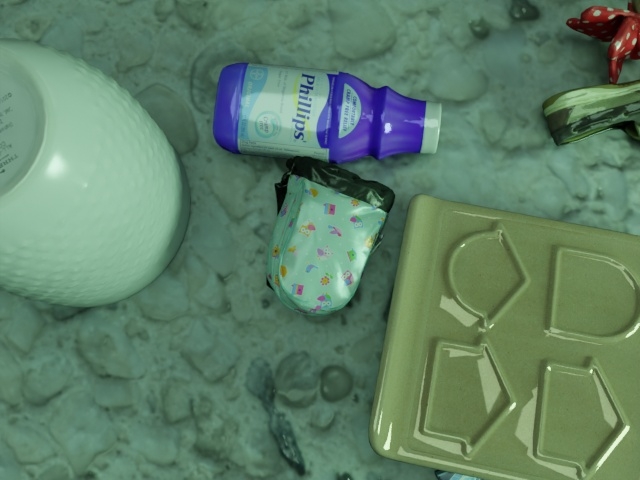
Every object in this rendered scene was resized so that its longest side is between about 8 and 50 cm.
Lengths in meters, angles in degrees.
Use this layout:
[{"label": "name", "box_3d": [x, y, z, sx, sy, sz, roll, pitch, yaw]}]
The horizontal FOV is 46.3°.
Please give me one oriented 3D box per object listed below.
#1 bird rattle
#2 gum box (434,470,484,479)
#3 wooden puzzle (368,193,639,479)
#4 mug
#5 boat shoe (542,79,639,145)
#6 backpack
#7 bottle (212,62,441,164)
[{"label": "bird rattle", "box_3d": [0.447, -0.308, 0.919, 0.254, 0.207, 0.143, -4, 62, -7]}, {"label": "gum box", "box_3d": [0.245, 0.334, 0.886, 0.157, 0.041, 0.184, -22, 79, -1]}, {"label": "wooden puzzle", "box_3d": [0.247, 0.127, 0.886, 0.348, 0.080, 0.321, 13, 69, 0]}, {"label": "mug", "box_3d": [-0.362, -0.059, 0.838, 0.374, 0.328, 0.276, -18, 80, -1]}, {"label": "boat shoe", "box_3d": [0.400, -0.163, 0.952, 0.224, 0.080, 0.073, -7, 85, 7]}, {"label": "backpack", "box_3d": [0.000, 0.000, 0.915, 0.152, 0.115, 0.181, 21, 88, -6]}, {"label": "bottle", "box_3d": [0.009, -0.157, 0.957, 0.283, 0.092, 0.118, 7, 86, 4]}]
